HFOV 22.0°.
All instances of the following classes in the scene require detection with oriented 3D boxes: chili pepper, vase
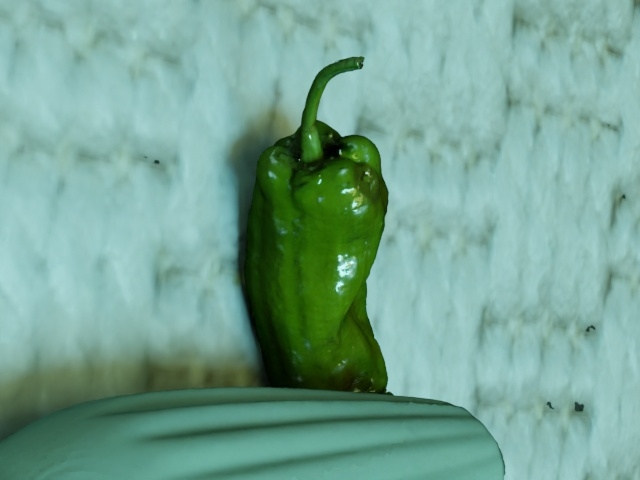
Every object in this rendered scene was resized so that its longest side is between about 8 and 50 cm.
[{"bbox_3d":[0.002,-0.001,0.775,0.072,0.073,0.204,-48,139,-57],"label":"chili pepper"},{"bbox_3d":[-0.028,0.118,0.689,0.248,0.128,0.128,-8,98,-40],"label":"vase"}]
